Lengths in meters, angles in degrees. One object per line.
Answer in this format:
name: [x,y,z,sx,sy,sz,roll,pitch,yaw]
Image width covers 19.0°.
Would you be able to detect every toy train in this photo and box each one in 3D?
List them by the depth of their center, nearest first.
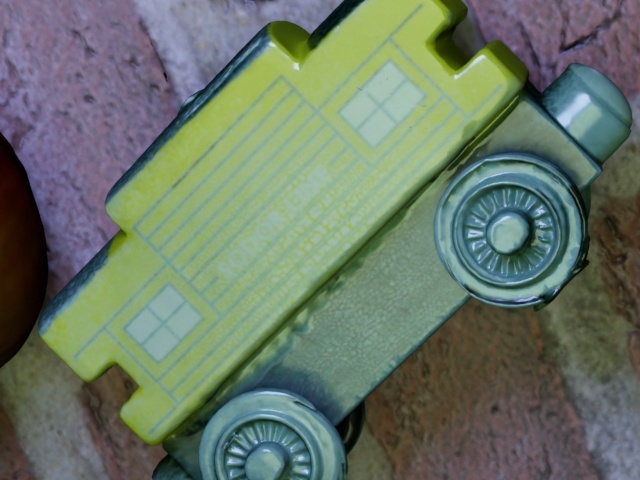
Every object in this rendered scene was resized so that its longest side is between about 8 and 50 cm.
toy train: [0.000,0.000,1.338,0.272,0.179,0.442,45,103,0]

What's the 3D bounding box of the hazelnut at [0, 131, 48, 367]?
hazelnut: [-0.304,-0.001,1.333,0.217,0.217,0.251,-40,114,11]
